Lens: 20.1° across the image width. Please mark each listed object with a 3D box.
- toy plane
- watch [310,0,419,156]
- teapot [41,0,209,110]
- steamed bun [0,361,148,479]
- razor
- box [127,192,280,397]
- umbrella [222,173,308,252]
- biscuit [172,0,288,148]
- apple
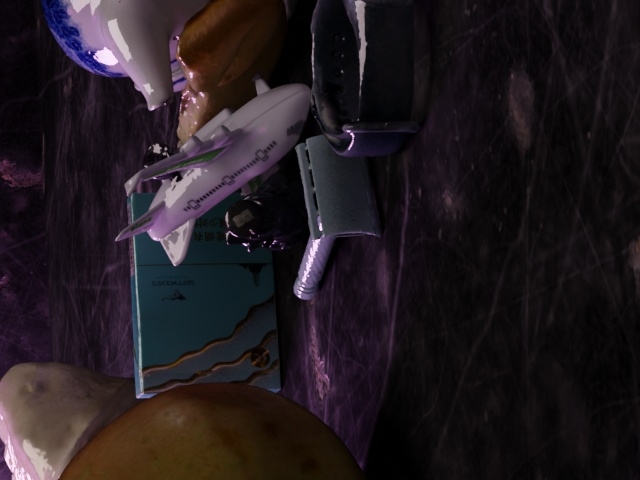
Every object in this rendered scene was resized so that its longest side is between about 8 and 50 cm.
[{"bbox_3d":[-0.108,-0.085,1.925,0.255,0.251,0.101,-46,64,18],"label":"toy plane"},{"bbox_3d":[0.038,-0.163,1.623,0.206,0.068,0.193,-109,21,-54],"label":"watch"},{"bbox_3d":[-0.183,-0.276,2.107,0.280,0.252,0.424,57,-162,-22],"label":"teapot"},{"bbox_3d":[-0.259,0.319,2.360,0.352,0.247,0.339,42,150,46],"label":"steamed bun"},{"bbox_3d":[0.000,0.000,1.779,0.232,0.068,0.106,109,155,-60],"label":"razor"},{"bbox_3d":[-0.132,0.060,2.032,0.041,0.162,0.229,143,124,-70],"label":"box"},{"bbox_3d":[-0.051,-0.028,1.826,0.224,0.071,0.080,-11,-84,-80],"label":"umbrella"},{"bbox_3d":[-0.097,-0.181,1.955,0.045,0.154,0.299,44,159,16],"label":"biscuit"},{"bbox_3d":[-0.088,0.308,1.660,0.305,0.338,0.338,38,130,44],"label":"apple"}]
